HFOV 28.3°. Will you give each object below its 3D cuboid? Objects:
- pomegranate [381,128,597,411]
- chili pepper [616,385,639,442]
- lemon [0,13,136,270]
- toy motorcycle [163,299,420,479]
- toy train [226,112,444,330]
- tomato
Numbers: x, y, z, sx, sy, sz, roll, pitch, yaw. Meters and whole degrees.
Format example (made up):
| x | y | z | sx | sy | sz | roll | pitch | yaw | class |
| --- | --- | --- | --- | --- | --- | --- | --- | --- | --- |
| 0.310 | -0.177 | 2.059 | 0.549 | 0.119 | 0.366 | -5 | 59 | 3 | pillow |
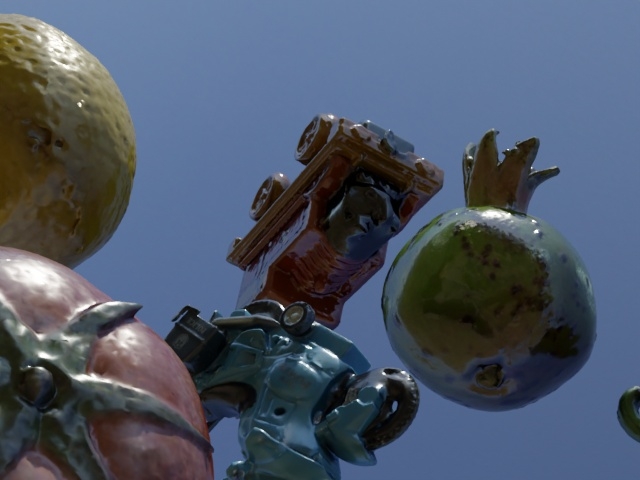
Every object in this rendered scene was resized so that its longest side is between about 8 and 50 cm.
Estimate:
| x | y | z | sx | sy | sz | roll | pitch | yaw | class |
| --- | --- | --- | --- | --- | --- | --- | --- | --- | --- |
| 0.200 | 0.043 | 1.345 | 0.230 | 0.231 | 0.286 | 10 | -128 | 36 | pomegranate |
| 0.403 | 0.208 | 1.203 | 0.261 | 0.174 | 0.165 | 1 | -65 | 41 | chili pepper |
| -0.274 | -0.081 | 1.093 | 0.228 | 0.228 | 0.254 | -33 | -137 | 23 | lemon |
| -0.046 | 0.146 | 1.085 | 0.182 | 0.124 | 0.272 | -48 | -141 | -14 | toy motorcycle |
| 0.000 | 0.000 | 1.658 | 0.369 | 0.163 | 0.232 | -46 | -154 | 45 | toy train |
| -0.200 | 0.138 | 0.711 | 0.264 | 0.265 | 0.265 | -10 | -109 | 32 | tomato |
